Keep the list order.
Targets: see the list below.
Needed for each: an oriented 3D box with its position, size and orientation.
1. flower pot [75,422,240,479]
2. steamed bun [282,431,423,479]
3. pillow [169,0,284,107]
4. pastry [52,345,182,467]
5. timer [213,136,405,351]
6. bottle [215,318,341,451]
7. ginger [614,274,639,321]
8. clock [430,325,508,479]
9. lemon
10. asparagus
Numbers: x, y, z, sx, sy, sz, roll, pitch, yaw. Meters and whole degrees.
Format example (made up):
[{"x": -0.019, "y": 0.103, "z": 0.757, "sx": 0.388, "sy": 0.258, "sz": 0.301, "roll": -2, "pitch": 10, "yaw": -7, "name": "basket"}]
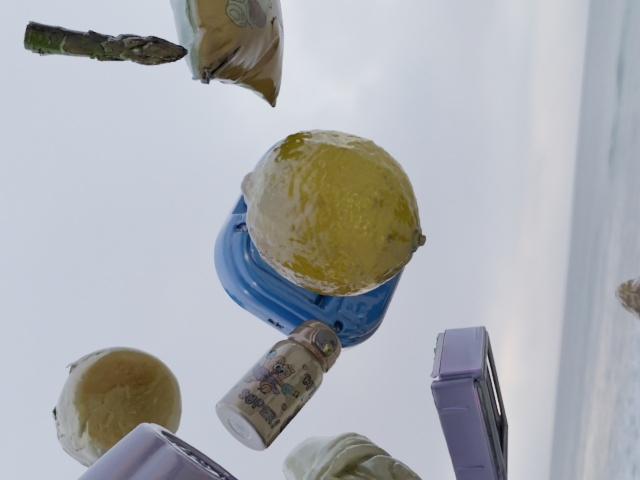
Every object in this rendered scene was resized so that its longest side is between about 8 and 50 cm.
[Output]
[{"x": -0.203, "y": 0.360, "z": 1.077, "sx": 0.243, "sy": 0.265, "sz": 0.265, "roll": -54, "pitch": -21, "yaw": -8, "name": "flower pot"}, {"x": 0.085, "y": 0.468, "z": 1.548, "sx": 0.320, "sy": 0.206, "sz": 0.275, "roll": 64, "pitch": 168, "yaw": 2, "name": "steamed bun"}, {"x": -0.124, "y": -0.336, "z": 1.179, "sx": 0.312, "sy": 0.119, "sz": 0.310, "roll": -13, "pitch": -89, "yaw": -78, "name": "pillow"}, {"x": -0.401, "y": 0.338, "z": 1.827, "sx": 0.133, "sy": 0.264, "sz": 0.265, "roll": -46, "pitch": 23, "yaw": 51, "name": "pastry"}, {"x": 0.000, "y": 0.000, "z": 1.540, "sx": 0.115, "sy": 0.309, "sz": 0.340, "roll": -37, "pitch": 23, "yaw": 57, "name": "timer"}, {"x": -0.050, "y": 0.201, "z": 1.349, "sx": 0.209, "sy": 0.097, "sz": 0.110, "roll": -46, "pitch": 6, "yaw": -31, "name": "bottle"}, {"x": 0.592, "y": 0.096, "z": 1.476, "sx": 0.221, "sy": 0.275, "sz": 0.130, "roll": -165, "pitch": 79, "yaw": -70, "name": "ginger"}, {"x": 0.212, "y": 0.234, "z": 1.287, "sx": 0.145, "sy": 0.073, "sz": 0.193, "roll": -66, "pitch": -37, "yaw": -63, "name": "clock"}, {"x": 0.015, "y": -0.033, "z": 1.083, "sx": 0.192, "sy": 0.231, "sz": 0.192, "roll": 19, "pitch": -90, "yaw": -79, "name": "lemon"}, {"x": -0.219, "y": -0.200, "z": 0.946, "sx": 0.030, "sy": 0.165, "sz": 0.036, "roll": 104, "pitch": 165, "yaw": -46, "name": "asparagus"}]
